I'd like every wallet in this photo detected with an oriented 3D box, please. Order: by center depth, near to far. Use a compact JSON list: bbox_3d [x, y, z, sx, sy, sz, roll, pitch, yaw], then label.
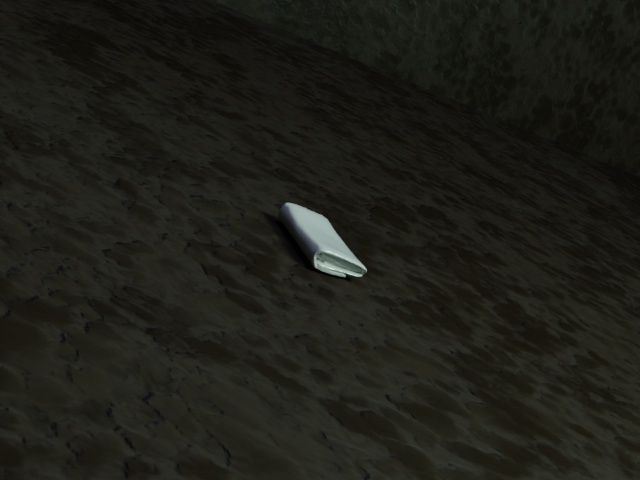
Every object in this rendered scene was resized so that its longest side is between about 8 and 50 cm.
[{"bbox_3d":[0.000,0.000,1.127,0.061,0.025,0.122,16,18,-26],"label":"wallet"}]
